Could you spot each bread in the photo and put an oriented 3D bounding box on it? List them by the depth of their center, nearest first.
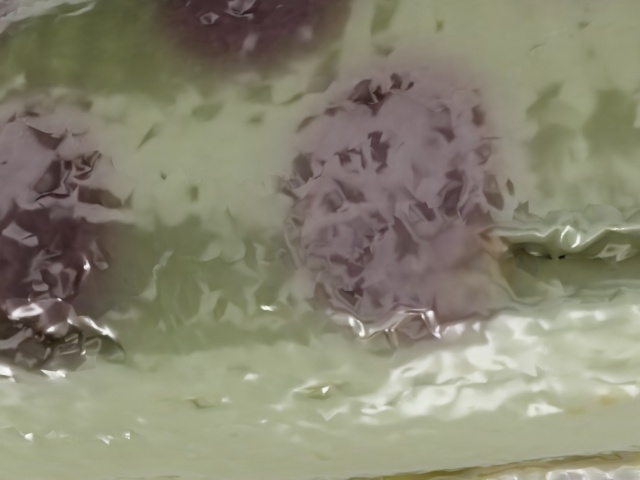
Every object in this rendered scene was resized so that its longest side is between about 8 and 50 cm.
[{"bbox_3d":[0.000,0.000,0.473,0.187,0.338,0.155,64,-159,-57],"label":"bread"}]
